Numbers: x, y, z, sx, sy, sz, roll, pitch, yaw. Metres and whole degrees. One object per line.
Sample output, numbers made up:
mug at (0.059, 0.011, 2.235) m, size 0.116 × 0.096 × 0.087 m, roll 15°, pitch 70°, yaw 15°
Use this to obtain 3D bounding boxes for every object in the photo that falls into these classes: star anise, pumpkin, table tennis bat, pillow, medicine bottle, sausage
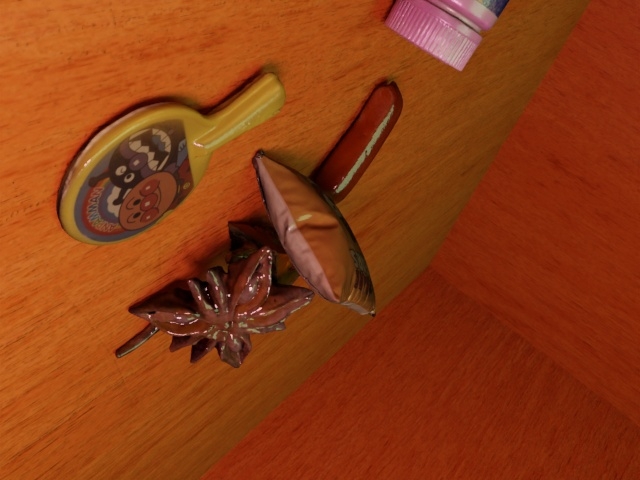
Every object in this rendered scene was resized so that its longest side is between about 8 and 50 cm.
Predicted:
star anise at (-0.189, 0.130, 1.075) m, size 0.292 × 0.109 × 0.349 m, roll 31°, pitch 113°, yaw -30°
pumpkin at (-0.118, 0.043, 1.181) m, size 0.126 × 0.131 × 0.248 m, roll -54°, pitch 160°, yaw 7°
table tennis bat at (-0.189, -0.120, 0.805) m, size 0.368 × 0.054 × 0.224 m, roll -39°, pitch 160°, yaw -23°
pillow at (0.000, 0.000, 1.111) m, size 0.119 × 0.312 × 0.310 m, roll -30°, pitch 163°, yaw 6°
medicine bottle at (0.254, -0.463, 1.015) m, size 0.291 × 0.178 × 0.178 m, roll -59°, pitch 161°, yaw 20°
sausage at (0.087, -0.206, 1.267) m, size 0.300 × 0.083 × 0.089 m, roll -55°, pitch 150°, yaw 7°
